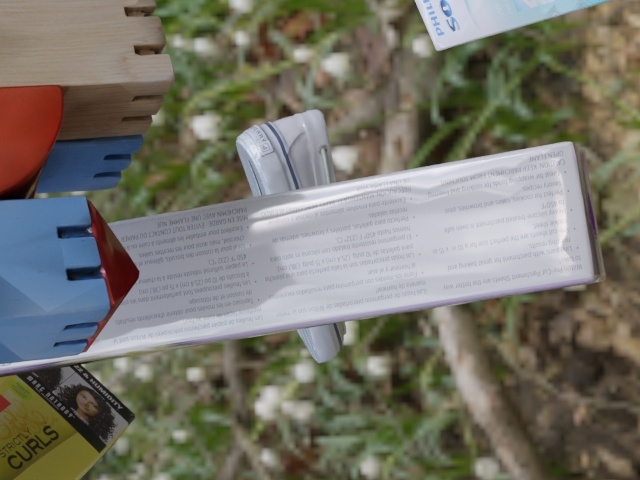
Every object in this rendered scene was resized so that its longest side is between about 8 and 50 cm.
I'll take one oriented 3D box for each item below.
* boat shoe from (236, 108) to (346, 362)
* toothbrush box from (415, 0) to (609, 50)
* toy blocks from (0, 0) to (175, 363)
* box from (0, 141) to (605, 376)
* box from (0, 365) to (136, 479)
[{"bbox_3d":[0.000,0.000,1.332,0.083,0.075,0.226,53,163,49],"label":"boat shoe"},{"bbox_3d":[0.222,-0.257,1.234,0.295,0.216,0.126,-10,108,57],"label":"toothbrush box"},{"bbox_3d":[-0.185,-0.078,0.686,0.191,0.261,0.381,-50,51,56],"label":"toy blocks"},{"bbox_3d":[-0.032,0.014,0.792,0.063,0.324,0.067,8,-108,-76],"label":"box"},{"bbox_3d":[-0.175,0.116,0.844,0.058,0.087,0.232,-48,-2,19],"label":"box"}]
